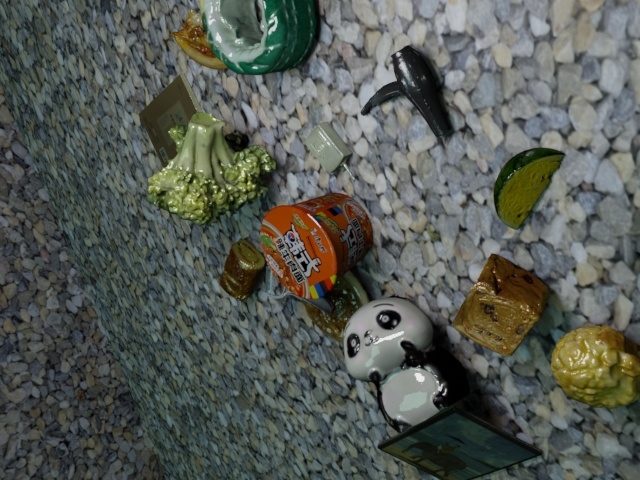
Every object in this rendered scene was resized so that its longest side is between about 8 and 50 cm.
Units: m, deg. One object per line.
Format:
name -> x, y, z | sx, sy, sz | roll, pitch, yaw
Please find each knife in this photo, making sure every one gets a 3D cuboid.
knife -> -0.053, 0.141, 1.517 | 0.278, 0.053, 0.123 | 19, 117, 40

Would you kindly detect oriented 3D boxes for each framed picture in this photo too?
framed picture -> 0.342, 0.536, 1.359 | 0.265, 0.016, 0.347 | 30, 135, -11

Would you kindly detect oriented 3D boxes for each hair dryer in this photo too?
hair dryer -> 0.166, -0.298, 1.153 | 0.219, 0.075, 0.195 | -10, 113, 55

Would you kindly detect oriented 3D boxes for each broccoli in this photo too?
broccoli -> -0.317, -0.214, 1.417 | 0.293, 0.348, 0.280 | 47, 141, 24

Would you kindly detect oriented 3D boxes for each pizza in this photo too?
pizza -> -0.317, -0.545, 1.456 | 0.271, 0.056, 0.134 | 38, 141, 20

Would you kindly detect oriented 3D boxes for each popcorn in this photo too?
popcorn -> 0.541, 0.241, 1.016 | 0.180, 0.170, 0.180 | 46, 174, 6

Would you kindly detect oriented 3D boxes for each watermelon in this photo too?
watermelon -> 0.383, -0.104, 1.030 | 0.092, 0.075, 0.181 | 36, 130, 18

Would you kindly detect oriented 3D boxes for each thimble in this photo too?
thimble -> -0.146, -0.532, 1.226 | 0.254, 0.167, 0.288 | -2, 111, 42

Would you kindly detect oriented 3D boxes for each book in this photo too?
book -> -0.474, -0.373, 1.717 | 0.310, 0.021, 0.216 | -18, 98, 46

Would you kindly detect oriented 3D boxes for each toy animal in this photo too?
toy animal -> 0.195, 0.290, 1.309 | 0.251, 0.251, 0.309 | -48, 64, 45

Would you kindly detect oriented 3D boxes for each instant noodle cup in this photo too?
instant noodle cup -> 0.000, 0.000, 1.352 | 0.250, 0.192, 0.250 | 20, 123, 34

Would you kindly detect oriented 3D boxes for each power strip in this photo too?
power strip -> 0.032, -0.214, 1.318 | 0.175, 0.042, 0.075 | 52, 135, 9

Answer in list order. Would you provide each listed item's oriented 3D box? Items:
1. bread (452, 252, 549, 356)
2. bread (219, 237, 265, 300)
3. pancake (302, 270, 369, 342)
bread -> 0.377, 0.137, 1.116 | 0.149, 0.143, 0.158 | 35, 131, 16
bread -> -0.254, 0.099, 1.702 | 0.132, 0.103, 0.172 | 41, 131, 15
pancake -> 0.045, 0.178, 1.511 | 0.283, 0.049, 0.282 | 22, 124, 37
